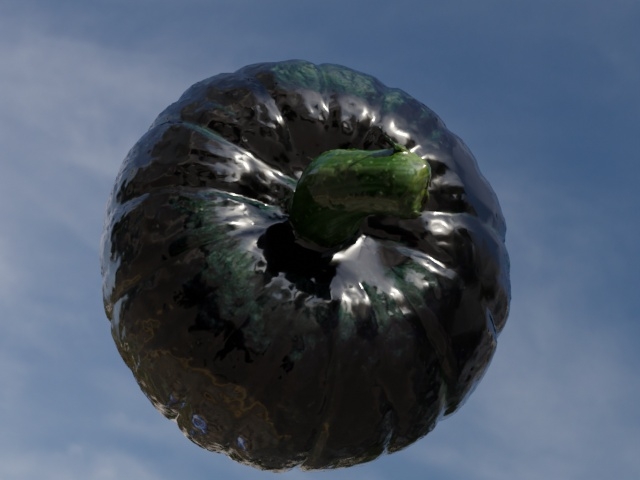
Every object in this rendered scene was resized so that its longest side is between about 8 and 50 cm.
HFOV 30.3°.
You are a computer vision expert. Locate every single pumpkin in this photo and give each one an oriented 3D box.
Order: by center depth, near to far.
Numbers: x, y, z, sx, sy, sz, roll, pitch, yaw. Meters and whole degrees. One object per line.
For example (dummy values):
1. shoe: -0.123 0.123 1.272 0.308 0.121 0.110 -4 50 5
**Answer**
1. pumpkin: 0.000 0.000 0.670 0.248 0.248 0.248 14 -42 13
